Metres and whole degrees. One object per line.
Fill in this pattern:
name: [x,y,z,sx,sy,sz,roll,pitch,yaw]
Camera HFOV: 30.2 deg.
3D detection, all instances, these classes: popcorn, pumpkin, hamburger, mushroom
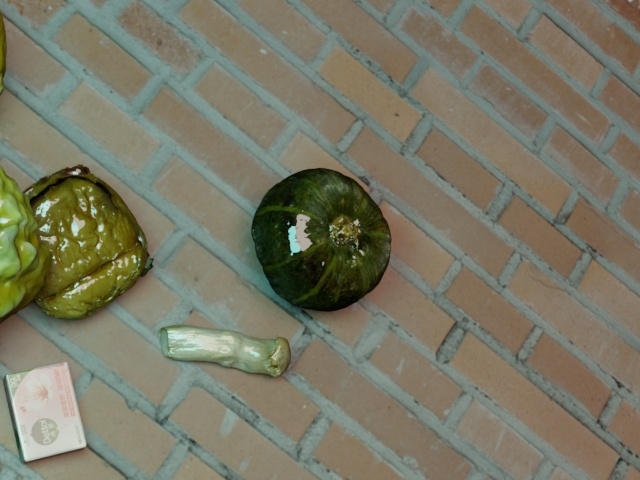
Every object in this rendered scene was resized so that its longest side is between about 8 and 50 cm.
popcorn: [-0.515,0.033,1.515,0.274,0.335,0.279,47,18,-41]
pumpkin: [0.000,0.000,1.792,0.223,0.157,0.224,9,75,-36]
hamburger: [-0.347,-0.001,1.675,0.183,0.130,0.206,-33,90,-23]
mushroom: [-0.140,0.159,1.750,0.202,0.054,0.059,12,72,-13]

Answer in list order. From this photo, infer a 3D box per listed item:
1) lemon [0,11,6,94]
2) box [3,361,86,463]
lemon: [-0.563,-0.276,1.593,0.293,0.293,0.293,6,73,-19]
box: [-0.381,0.237,1.636,0.089,0.043,0.125,-12,79,-23]
